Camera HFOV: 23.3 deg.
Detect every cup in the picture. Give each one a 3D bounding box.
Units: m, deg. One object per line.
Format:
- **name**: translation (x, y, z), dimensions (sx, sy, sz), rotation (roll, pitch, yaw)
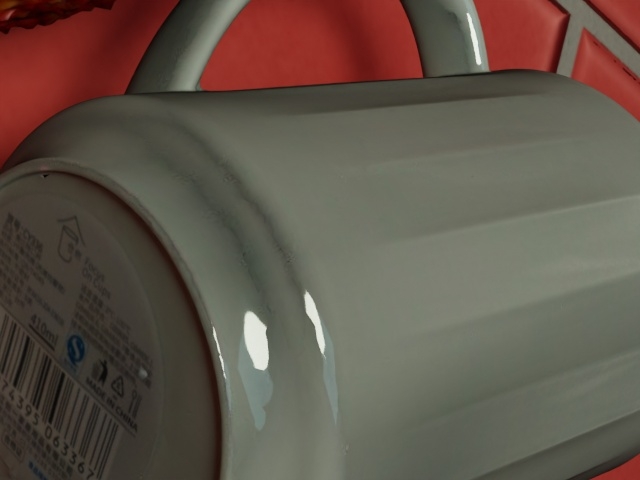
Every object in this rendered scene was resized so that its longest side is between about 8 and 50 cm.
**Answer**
- **cup**: translation (0.000, 0.000, 0.746), dimensions (0.326, 0.236, 0.323), rotation (-10, 90, -46)

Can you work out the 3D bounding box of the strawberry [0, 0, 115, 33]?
- **strawberry**: translation (-0.110, -0.205, 0.636), dimensions (0.288, 0.238, 0.250), rotation (-48, 118, -24)
